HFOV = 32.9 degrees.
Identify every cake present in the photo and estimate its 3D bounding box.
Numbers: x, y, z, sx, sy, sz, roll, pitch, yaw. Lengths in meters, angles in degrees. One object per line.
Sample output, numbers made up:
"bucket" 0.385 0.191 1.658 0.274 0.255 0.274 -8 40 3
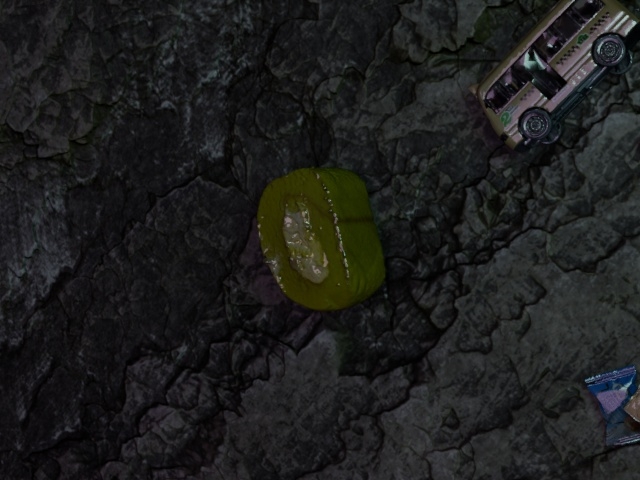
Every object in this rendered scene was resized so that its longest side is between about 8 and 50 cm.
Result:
"cake" 0.000 0.000 1.958 0.179 0.156 0.260 -16 85 37

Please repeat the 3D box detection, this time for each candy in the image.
"candy" 0.515 0.287 1.857 0.088 0.038 0.136 -19 96 8

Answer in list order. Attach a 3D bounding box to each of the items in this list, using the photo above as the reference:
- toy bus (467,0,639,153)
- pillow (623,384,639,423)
"toy bus" 0.388 -0.284 1.787 0.289 0.139 0.157 -46 75 18
"pillow" 0.622 0.233 1.795 0.126 0.043 0.232 42 101 15
